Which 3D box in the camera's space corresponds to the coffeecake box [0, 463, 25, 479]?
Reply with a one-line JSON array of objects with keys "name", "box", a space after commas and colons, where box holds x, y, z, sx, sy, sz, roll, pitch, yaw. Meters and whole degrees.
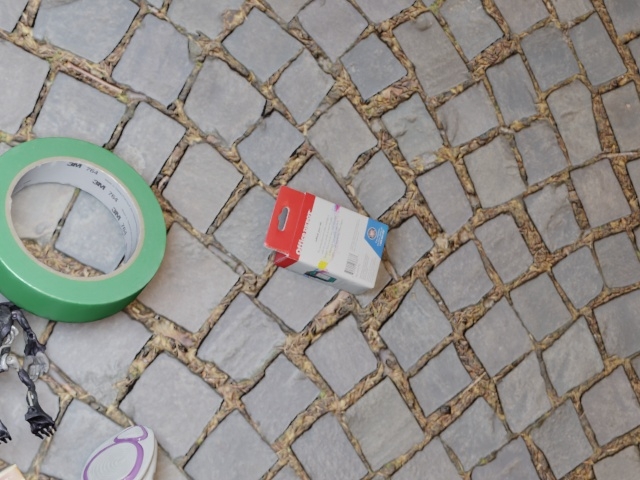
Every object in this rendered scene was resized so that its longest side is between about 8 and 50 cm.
[{"name": "coffeecake box", "box": [-0.504, 0.473, 1.810, 0.142, 0.068, 0.185, -32, 92, -27]}]

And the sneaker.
[{"name": "sneaker", "box": [-0.336, 0.455, 1.881, 0.114, 0.152, 0.305, 1, 52, 16]}]

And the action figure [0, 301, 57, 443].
[{"name": "action figure", "box": [-0.520, 0.200, 1.835, 0.164, 0.141, 0.276, -13, 57, -18]}]

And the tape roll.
[{"name": "tape roll", "box": [-0.421, -0.021, 1.908, 0.321, 0.077, 0.321, 17, 54, -24]}]

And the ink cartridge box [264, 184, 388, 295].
[{"name": "ink cartridge box", "box": [0.000, 0.000, 2.141, 0.231, 0.078, 0.134, 22, 69, -18]}]
